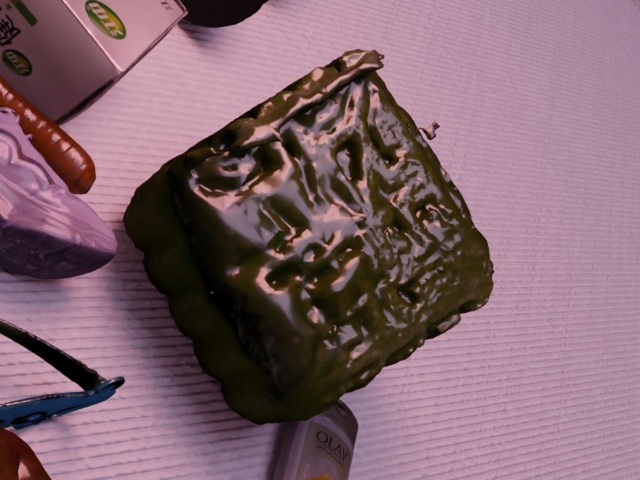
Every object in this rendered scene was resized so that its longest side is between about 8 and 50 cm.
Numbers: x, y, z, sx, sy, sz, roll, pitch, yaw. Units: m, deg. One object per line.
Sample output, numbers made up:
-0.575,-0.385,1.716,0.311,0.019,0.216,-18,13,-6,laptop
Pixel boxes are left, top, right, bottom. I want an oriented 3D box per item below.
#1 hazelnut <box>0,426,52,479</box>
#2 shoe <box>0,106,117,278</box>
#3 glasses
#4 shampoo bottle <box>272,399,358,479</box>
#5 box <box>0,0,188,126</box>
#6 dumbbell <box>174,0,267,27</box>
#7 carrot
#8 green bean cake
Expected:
-0.294,0.233,0.976,0.251,0.217,0.217,41,36,-8,hazelnut
-0.299,-0.057,1.262,0.245,0.095,0.138,27,56,-31,shoe
-0.307,0.106,1.171,0.207,0.102,0.239,44,25,30,glasses
-0.012,0.267,1.429,0.086,0.056,0.227,45,35,-22,shampoo bottle
-0.319,-0.302,1.398,0.333,0.145,0.173,51,32,-13,box
-0.092,-0.402,1.744,0.185,0.185,0.388,54,34,-7,dumbbell
-0.313,-0.132,1.365,0.216,0.048,0.048,47,34,-7,carrot
0.000,0.000,1.414,0.335,0.218,0.319,-36,96,-24,green bean cake
